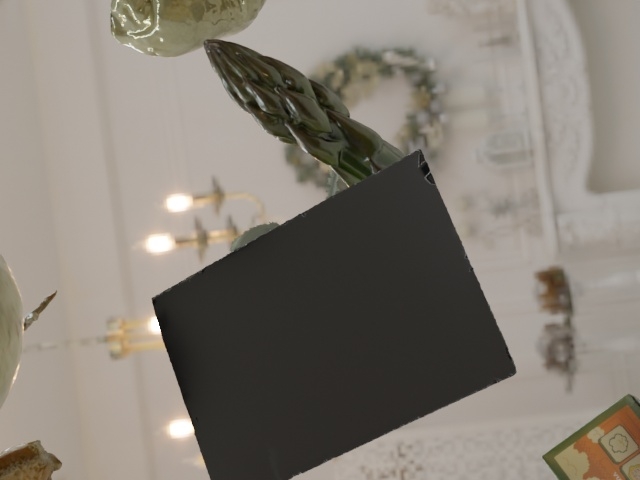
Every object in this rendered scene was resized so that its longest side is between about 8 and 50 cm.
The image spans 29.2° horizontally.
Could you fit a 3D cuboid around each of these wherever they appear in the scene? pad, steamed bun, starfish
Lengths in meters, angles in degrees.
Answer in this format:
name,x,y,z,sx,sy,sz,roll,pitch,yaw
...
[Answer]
name,x,y,z,sx,sy,sz,roll,pitch,yaw
pad,-0.001,0.063,0.825,0.004,0.243,0.164,9,-123,-60
steamed bun,-0.122,-0.362,1.374,0.276,0.203,0.289,111,165,-72
starfish,-0.322,0.089,1.353,0.016,0.086,0.092,47,160,-4

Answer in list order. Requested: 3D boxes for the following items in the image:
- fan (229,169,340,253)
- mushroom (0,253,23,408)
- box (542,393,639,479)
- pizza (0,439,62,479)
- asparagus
name,x,y,z,sx,sy,sz,roll,pitch,yaw
fan,0.000,-0.001,1.422,0.329,0.190,0.009,-75,7,-56
mushroom,-0.379,0.063,0.876,0.356,0.315,0.315,110,154,-84
box,0.399,0.318,1.521,0.177,0.148,0.195,54,-178,33
pizza,-0.304,0.276,1.101,0.062,0.188,0.199,40,152,43
asparagus,-0.005,-0.118,1.265,0.287,0.080,0.080,37,-157,-18
